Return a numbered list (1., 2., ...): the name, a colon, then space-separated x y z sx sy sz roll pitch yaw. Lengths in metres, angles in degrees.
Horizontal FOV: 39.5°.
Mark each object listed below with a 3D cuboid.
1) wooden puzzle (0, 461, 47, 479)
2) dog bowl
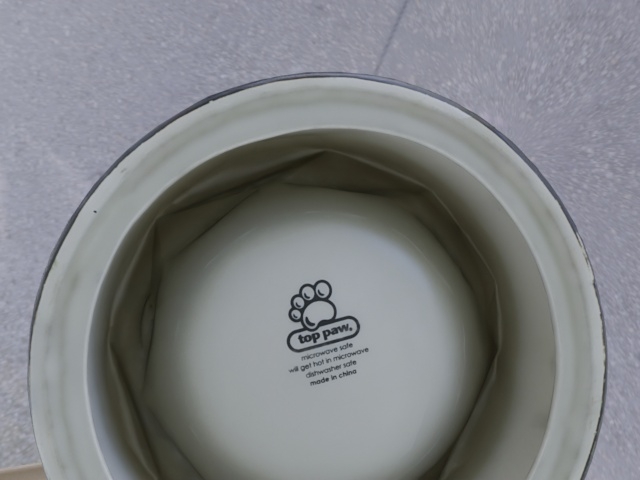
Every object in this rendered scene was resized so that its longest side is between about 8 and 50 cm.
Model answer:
1. wooden puzzle: -0.639 0.650 1.848 0.322 0.080 0.348 -6 60 -20
2. dog bowl: -0.002 0.088 0.682 0.407 0.150 0.408 0 90 -9
